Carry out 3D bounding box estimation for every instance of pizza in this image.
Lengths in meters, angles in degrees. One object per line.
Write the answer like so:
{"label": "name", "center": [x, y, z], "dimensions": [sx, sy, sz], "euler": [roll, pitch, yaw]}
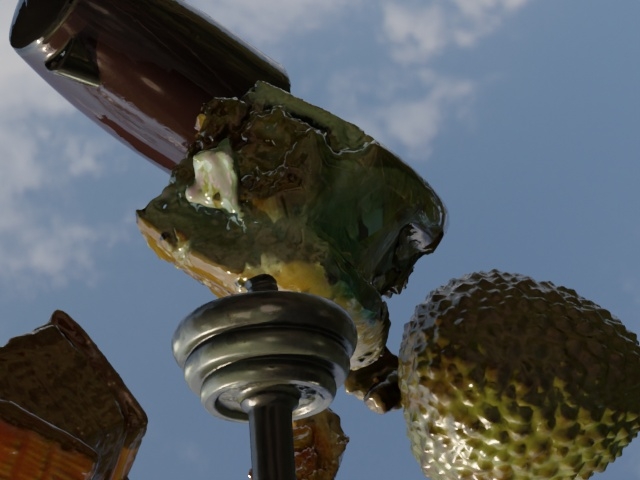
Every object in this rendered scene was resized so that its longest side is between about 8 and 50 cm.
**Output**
{"label": "pizza", "center": [-0.059, 0.290, 1.110], "dimensions": [0.086, 0.226, 0.335], "euler": [22, -105, 6]}

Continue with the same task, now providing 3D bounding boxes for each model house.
{"label": "model house", "center": [-0.324, 0.221, 1.378], "dimensions": [0.220, 0.199, 0.229], "euler": [41, -155, 21]}

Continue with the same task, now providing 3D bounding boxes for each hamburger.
{"label": "hamburger", "center": [0.000, 0.000, 0.989], "dimensions": [0.192, 0.288, 0.167], "euler": [28, -99, 39]}

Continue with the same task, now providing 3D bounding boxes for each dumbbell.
{"label": "dumbbell", "center": [-0.025, 0.137, 0.707], "dimensions": [0.110, 0.110, 0.254], "euler": [-2, -117, -7]}

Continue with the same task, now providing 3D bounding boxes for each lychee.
{"label": "lychee", "center": [0.194, 0.156, 1.371], "dimensions": [0.320, 0.270, 0.270], "euler": [-23, -119, -1]}

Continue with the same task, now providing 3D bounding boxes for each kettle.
{"label": "kettle", "center": [-0.155, -0.175, 1.122], "dimensions": [0.232, 0.144, 0.202], "euler": [34, -139, -36]}
